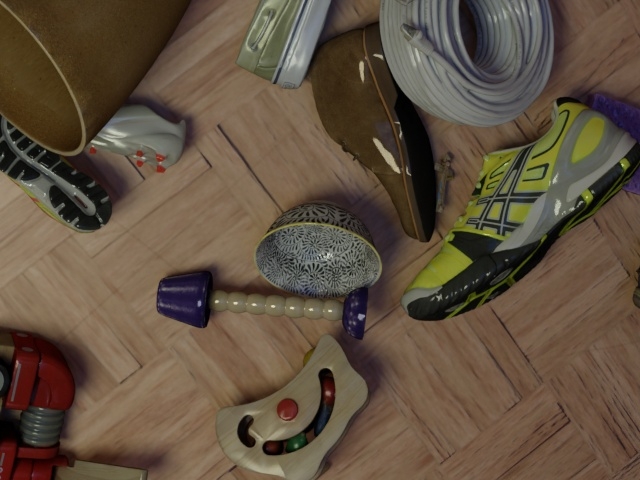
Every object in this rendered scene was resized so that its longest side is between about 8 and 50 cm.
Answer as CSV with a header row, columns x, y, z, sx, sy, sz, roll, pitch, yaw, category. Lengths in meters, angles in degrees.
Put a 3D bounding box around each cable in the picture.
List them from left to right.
x,y,z,sx,sy,sz,roll,pitch,yaw,category
0.192,-0.270,1.213,0.257,0.089,0.257,51,60,-27,cable

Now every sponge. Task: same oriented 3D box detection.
x,y,z,sx,sy,sz,roll,pitch,yaw,category
0.462,-0.126,1.375,0.210,0.031,0.117,16,96,-14,sponge

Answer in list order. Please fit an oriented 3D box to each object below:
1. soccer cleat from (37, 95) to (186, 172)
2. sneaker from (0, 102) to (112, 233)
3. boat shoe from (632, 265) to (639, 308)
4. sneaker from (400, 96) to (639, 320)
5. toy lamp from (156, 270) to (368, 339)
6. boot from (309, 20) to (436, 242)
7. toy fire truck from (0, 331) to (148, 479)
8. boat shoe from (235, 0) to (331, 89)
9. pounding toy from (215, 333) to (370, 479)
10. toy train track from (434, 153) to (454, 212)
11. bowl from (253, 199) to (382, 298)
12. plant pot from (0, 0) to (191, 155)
x,y,z,sx,sy,sz,roll,pitch,yaw,category
-0.266,-0.147,1.203,0.196,0.068,0.076,18,61,-5,soccer cleat
-0.347,-0.082,1.182,0.081,0.094,0.208,-41,90,-19,sneaker
0.635,0.043,1.393,0.355,0.132,0.130,-3,101,-13,boat shoe
0.256,-0.036,1.314,0.385,0.145,0.147,-40,72,3,sneaker
-0.077,0.086,1.256,0.275,0.080,0.080,7,99,1,toy lamp
0.077,-0.134,1.274,0.115,0.112,0.305,-12,110,21,boot
-0.350,0.245,1.220,0.246,0.158,0.217,12,97,-26,toy fire truck
-0.025,-0.343,1.192,0.094,0.109,0.302,16,100,-13,boat shoe
-0.047,0.258,1.318,0.154,0.155,0.269,34,82,12,pounding toy
0.173,-0.079,1.312,0.048,0.014,0.083,21,76,-47,toy train track
0.000,0.000,1.259,0.170,0.170,0.080,19,52,-15,bowl
-0.269,-0.269,1.095,0.237,0.237,0.254,51,61,-16,plant pot
